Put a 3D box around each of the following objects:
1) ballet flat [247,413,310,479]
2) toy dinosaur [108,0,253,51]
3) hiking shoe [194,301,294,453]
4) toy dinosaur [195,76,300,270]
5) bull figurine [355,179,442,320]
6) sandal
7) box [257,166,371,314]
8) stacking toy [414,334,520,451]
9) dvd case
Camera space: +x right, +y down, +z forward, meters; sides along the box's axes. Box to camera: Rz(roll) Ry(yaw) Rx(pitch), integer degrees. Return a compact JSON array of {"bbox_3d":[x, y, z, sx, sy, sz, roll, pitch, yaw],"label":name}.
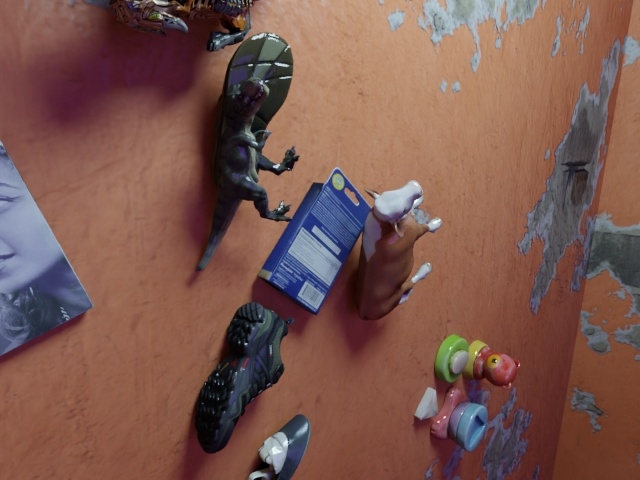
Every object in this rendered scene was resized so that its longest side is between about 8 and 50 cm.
[{"bbox_3d":[-0.086,0.397,0.709,0.074,0.074,0.203,35,78,-41],"label":"ballet flat"},{"bbox_3d":[-0.118,-0.350,0.468,0.322,0.164,0.218,-70,150,-47],"label":"toy dinosaur"},{"bbox_3d":[-0.106,0.216,0.633,0.114,0.086,0.227,29,79,-39],"label":"hiking shoe"},{"bbox_3d":[-0.092,-0.078,0.553,0.118,0.064,0.268,2,119,-32],"label":"toy dinosaur"},{"bbox_3d":[0.139,0.013,0.768,0.188,0.101,0.310,-21,135,-38],"label":"bull figurine"},{"bbox_3d":[-0.104,-0.173,0.567,0.090,0.060,0.219,3,112,-37],"label":"sandal"},{"bbox_3d":[0.000,0.000,0.712,0.136,0.036,0.225,43,71,-40],"label":"box"},{"bbox_3d":[0.413,0.418,1.126,0.279,0.130,0.309,35,76,-42],"label":"stacking toy"},{"bbox_3d":[-0.356,0.018,0.404,0.164,0.018,0.221,-32,120,-33],"label":"dvd case"}]
